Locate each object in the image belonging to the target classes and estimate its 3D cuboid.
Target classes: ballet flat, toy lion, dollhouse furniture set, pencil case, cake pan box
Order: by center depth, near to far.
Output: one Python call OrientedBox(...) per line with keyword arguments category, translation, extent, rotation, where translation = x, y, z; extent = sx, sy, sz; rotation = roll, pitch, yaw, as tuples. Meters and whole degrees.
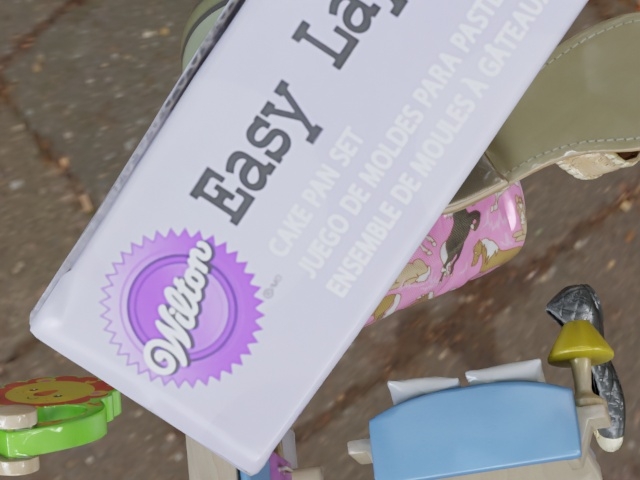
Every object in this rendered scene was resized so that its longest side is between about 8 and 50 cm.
OrientedBox(category="cake pan box", translation=(0.042, -0.084, 0.497), extent=(0.070, 0.246, 0.267), rotation=(35, 103, 2))
OrientedBox(category="toy lion", translation=(-0.142, 0.088, 0.996), extent=(0.100, 0.096, 0.034), rotation=(10, 106, 54))
OrientedBox(category="dollhouse furniture set", translation=(0.076, 0.108, 1.424), extent=(0.303, 0.286, 0.198), rotation=(-10, 70, 13))
OrientedBox(category="pencil case", translation=(0.000, 0.000, 1.672), extent=(0.160, 0.386, 0.167), rotation=(-22, 86, 54))
OrientedBox(category="ballet flat", translation=(0.241, 0.118, 1.764), extent=(0.049, 0.057, 0.173), rotation=(-23, 113, -13))

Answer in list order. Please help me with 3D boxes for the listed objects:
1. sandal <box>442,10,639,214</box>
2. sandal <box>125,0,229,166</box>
OrientedBox(category="sandal", translation=(0.165, -0.077, 1.252), extent=(0.240, 0.079, 0.088), rotation=(-22, 76, 12))
OrientedBox(category="sandal", translation=(-0.038, -0.066, 1.196), extent=(0.303, 0.120, 0.086), rotation=(-58, 45, 50))
